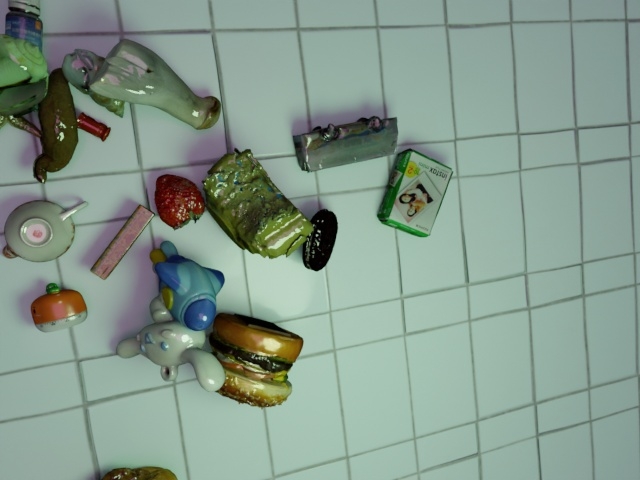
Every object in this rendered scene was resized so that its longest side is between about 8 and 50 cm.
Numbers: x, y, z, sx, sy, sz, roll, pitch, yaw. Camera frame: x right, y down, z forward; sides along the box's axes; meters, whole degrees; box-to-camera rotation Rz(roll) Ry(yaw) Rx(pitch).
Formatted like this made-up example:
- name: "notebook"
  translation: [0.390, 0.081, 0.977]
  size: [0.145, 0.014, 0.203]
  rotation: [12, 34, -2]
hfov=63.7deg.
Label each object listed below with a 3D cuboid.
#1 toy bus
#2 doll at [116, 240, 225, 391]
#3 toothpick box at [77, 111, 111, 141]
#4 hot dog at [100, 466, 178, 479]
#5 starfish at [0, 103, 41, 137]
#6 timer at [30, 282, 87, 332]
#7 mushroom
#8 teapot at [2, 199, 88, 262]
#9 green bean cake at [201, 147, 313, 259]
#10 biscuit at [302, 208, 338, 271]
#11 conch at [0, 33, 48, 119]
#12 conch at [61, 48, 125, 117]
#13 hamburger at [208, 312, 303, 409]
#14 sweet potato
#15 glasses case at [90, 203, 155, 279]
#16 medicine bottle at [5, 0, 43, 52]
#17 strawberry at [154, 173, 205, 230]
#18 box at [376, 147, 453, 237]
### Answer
- name: "toy bus"
  translation: [0.084, -0.294, 1.558]
  size: [0.317, 0.112, 0.137]
  rotation: [-13, 103, -15]
- name: "doll"
  translation: [-0.380, 0.184, 1.349]
  size: [0.377, 0.187, 0.365]
  rotation: [7, 84, 17]
- name: "toothpick box"
  translation: [-0.603, -0.300, 1.370]
  size: [0.083, 0.047, 0.047]
  rotation: [28, 86, -19]
- name: "hot dog"
  translation: [-0.580, 0.786, 1.403]
  size: [0.223, 0.185, 0.405]
  rotation: [40, 83, -18]
- name: "starfish"
  translation: [-0.794, -0.326, 1.314]
  size: [0.217, 0.050, 0.223]
  rotation: [31, 90, -26]
- name: "timer"
  translation: [-0.691, 0.172, 1.357]
  size: [0.136, 0.099, 0.136]
  rotation: [-4, 99, -29]
- name: "mushroom"
  translation: [-0.418, -0.388, 1.351]
  size: [0.329, 0.122, 0.159]
  rotation: [26, 98, -40]
- name: "teapot"
  translation: [-0.715, -0.030, 1.338]
  size: [0.246, 0.116, 0.159]
  rotation: [-30, 92, -19]
- name: "green bean cake"
  translation: [-0.189, -0.090, 1.399]
  size: [0.202, 0.285, 0.310]
  rotation: [-41, 102, -5]
- name: "biscuit"
  translation: [0.000, 0.000, 1.527]
  size: [0.053, 0.194, 0.194]
  rotation: [16, 90, 18]
- name: "conch"
  translation: [-0.735, -0.367, 1.215]
  size: [0.144, 0.137, 0.250]
  rotation: [23, 116, -41]
- name: "conch"
  translation: [-0.578, -0.419, 1.341]
  size: [0.173, 0.106, 0.116]
  rotation: [22, 70, -20]
- name: "hamburger"
  translation: [-0.193, 0.337, 1.442]
  size: [0.291, 0.291, 0.225]
  rotation: [21, 84, -18]
- name: "sweet potato"
  translation: [-0.664, -0.295, 1.301]
  size: [0.098, 0.124, 0.309]
  rotation: [4, 91, -43]
- name: "glasses case"
  translation: [-0.537, 0.003, 1.403]
  size: [0.049, 0.075, 0.218]
  rotation: [37, 84, -15]
- name: "medicine bottle"
  translation: [-0.740, -0.534, 1.287]
  size: [0.084, 0.083, 0.202]
  rotation: [1, 93, -18]
- name: "strawberry"
  translation: [-0.389, -0.111, 1.417]
  size: [0.131, 0.131, 0.148]
  rotation: [-21, 109, -15]
- name: "box"
  translation: [0.296, -0.149, 1.639]
  size: [0.180, 0.103, 0.249]
  rotation: [20, 89, -19]
